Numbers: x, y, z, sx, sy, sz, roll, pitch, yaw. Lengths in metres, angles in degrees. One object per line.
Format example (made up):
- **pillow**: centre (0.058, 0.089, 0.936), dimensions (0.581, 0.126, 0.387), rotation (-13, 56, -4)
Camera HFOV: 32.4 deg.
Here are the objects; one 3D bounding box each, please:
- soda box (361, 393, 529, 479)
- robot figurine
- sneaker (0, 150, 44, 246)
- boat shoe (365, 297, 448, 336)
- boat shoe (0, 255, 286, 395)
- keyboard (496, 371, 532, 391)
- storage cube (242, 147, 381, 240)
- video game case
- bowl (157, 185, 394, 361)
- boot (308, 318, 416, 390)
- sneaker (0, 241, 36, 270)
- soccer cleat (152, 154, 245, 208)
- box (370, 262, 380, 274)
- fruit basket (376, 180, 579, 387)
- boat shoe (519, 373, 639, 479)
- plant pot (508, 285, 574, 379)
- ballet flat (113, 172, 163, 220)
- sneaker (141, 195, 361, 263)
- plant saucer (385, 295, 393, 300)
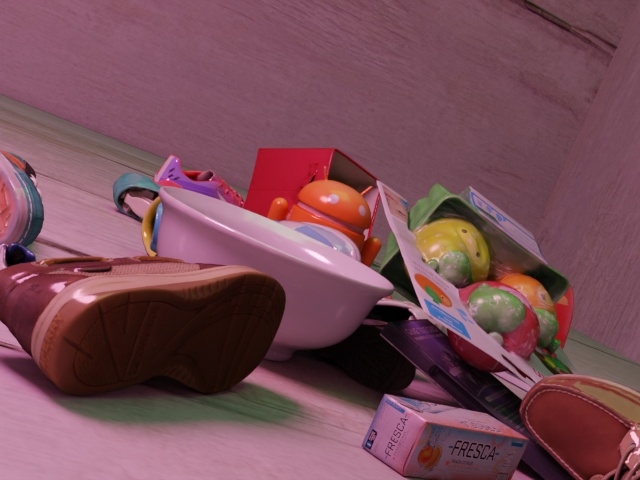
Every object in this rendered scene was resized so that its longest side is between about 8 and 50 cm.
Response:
- **soda box**: centre (0.127, 0.200, 1.089), dimensions (0.183, 0.058, 0.063), rotation (19, 6, -46)
- **robot figurine**: centre (-0.002, -0.001, 1.720), dimensions (0.158, 0.219, 0.128), rotation (26, 5, 24)
- **sneaker**: centre (-0.365, -0.055, 1.262), dimensions (0.121, 0.108, 0.302), rotation (14, 8, -39)
- **boat shoe**: centre (0.136, 0.135, 1.661), dimensions (0.267, 0.096, 0.088), rotation (22, 9, -8)
- **boat shoe**: centre (-0.151, 0.060, 0.968), dimensions (0.123, 0.123, 0.342), rotation (27, 12, 26)
- **keyboard**: centre (0.399, 0.274, 1.878), dimensions (0.256, 0.014, 0.072), rotation (28, 1, 39)
- **storage cube**: centre (-0.021, -0.067, 2.170), dimensions (0.193, 0.184, 0.215), rotation (4, -17, 37)
- **video game case**: centre (0.204, 0.192, 1.335), dimensions (0.274, 0.026, 0.196), rotation (40, 9, 16)
- **bowl**: centre (-0.074, 0.053, 1.293), dimensions (0.297, 0.134, 0.298), rotation (23, 4, -2)
- **boot**: centre (0.076, 0.146, 1.452), dimensions (0.189, 0.076, 0.208), rotation (28, 0, 29)
- **sneaker**: centre (-0.285, 0.028, 1.016), dimensions (0.052, 0.058, 0.135), rotation (20, 5, -35)
- **soccer cleat**: centre (-0.206, -0.077, 2.220), dimensions (0.318, 0.116, 0.108), rotation (19, 7, -44)
- **box**: centre (0.036, 0.070, 1.832), dimensions (0.101, 0.102, 0.087), rotation (27, 8, 24)
- **fruit basket**: centre (0.223, 0.075, 1.404), dimensions (0.327, 0.165, 0.353), rotation (35, 13, -22)
- **boat shoe**: centre (0.350, 0.249, 1.149), dimensions (0.324, 0.123, 0.116), rotation (31, 16, 22)
- **plant pot**: centre (0.353, 0.146, 2.028), dimensions (0.174, 0.191, 0.191), rotation (17, 5, 1)
- **ballet flat**: centre (-0.252, -0.040, 1.926), dimensions (0.247, 0.083, 0.087), rotation (23, 29, -3)
- **sneaker**: centre (-0.117, 0.012, 1.536), dimensions (0.319, 0.127, 0.208), rotation (8, -5, 34)
- **plant saucer**: centre (0.002, 0.067, 2.053), dimensions (0.259, 0.048, 0.258), rotation (20, 5, -26)
